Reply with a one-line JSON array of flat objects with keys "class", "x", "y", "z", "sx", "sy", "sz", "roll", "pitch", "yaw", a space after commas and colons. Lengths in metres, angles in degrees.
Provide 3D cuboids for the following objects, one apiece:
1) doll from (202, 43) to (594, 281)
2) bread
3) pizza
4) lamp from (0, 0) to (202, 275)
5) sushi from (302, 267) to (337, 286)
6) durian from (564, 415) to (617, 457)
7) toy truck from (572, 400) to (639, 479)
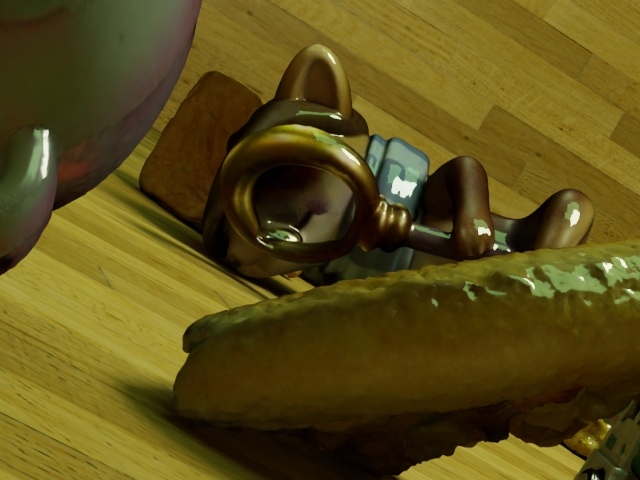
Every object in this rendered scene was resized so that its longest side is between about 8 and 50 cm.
[{"class": "doll", "x": 0.059, "y": 0.009, "z": 1.436, "sx": 0.340, "sy": 0.209, "sz": 0.318, "roll": 33, "pitch": -30, "yaw": 2}, {"class": "bread", "x": -0.073, "y": -0.067, "z": 1.643, "sx": 0.158, "sy": 0.143, "sz": 0.149, "roll": 38, "pitch": 7, "yaw": 41}, {"class": "pizza", "x": 0.095, "y": 0.046, "z": 0.769, "sx": 0.268, "sy": 0.258, "sz": 0.087, "roll": 19, "pitch": 56, "yaw": -69}, {"class": "lamp", "x": -0.196, "y": -0.106, "z": 0.670, "sx": 0.301, "sy": 0.247, "sz": 0.247, "roll": 20, "pitch": -38, "yaw": 7}, {"class": "sushi", "x": 0.039, "y": 0.018, "z": 1.760, "sx": 0.226, "sy": 0.103, "sz": 0.097, "roll": 31, "pitch": -10, "yaw": 31}, {"class": "durian", "x": 0.284, "y": 0.142, "z": 1.680, "sx": 0.260, "sy": 0.186, "sz": 0.154, "roll": 17, "pitch": -11, "yaw": 31}, {"class": "toy truck", "x": 0.229, "y": 0.156, "z": 1.024, "sx": 0.101, "sy": 0.125, "sz": 0.242, "roll": 30, "pitch": 2, "yaw": -5}]
